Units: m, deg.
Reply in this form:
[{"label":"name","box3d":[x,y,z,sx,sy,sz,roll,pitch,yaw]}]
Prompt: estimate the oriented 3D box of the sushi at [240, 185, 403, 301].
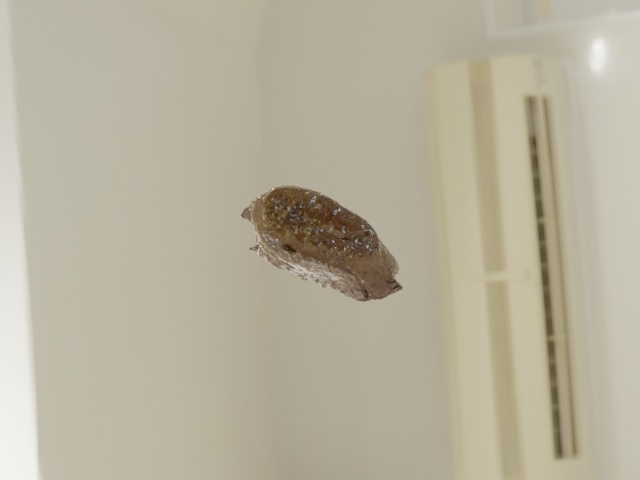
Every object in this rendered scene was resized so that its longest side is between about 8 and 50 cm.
[{"label":"sushi","box3d":[-0.003,0.003,0.952,0.061,0.118,0.060,-40,-28,-19]}]
